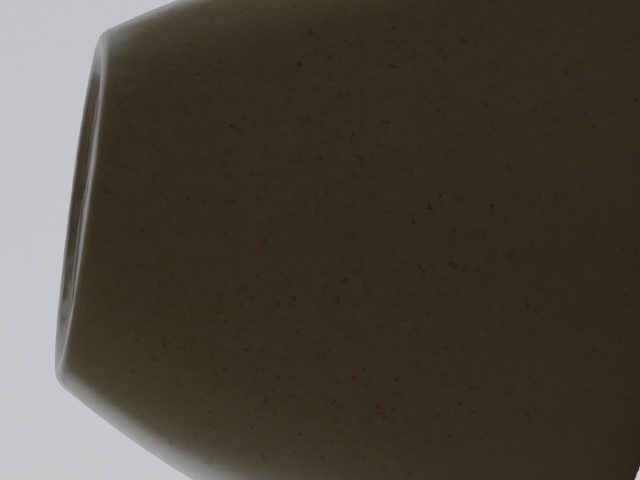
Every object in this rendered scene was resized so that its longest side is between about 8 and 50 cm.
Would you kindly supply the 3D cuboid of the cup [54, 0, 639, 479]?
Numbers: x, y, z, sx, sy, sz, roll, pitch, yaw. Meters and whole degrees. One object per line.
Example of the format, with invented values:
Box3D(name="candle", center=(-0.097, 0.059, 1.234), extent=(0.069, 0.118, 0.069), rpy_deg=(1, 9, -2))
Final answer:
Box3D(name="cup", center=(0.000, 0.000, 0.803), extent=(0.237, 0.331, 0.331), rpy_deg=(7, -101, -11))
